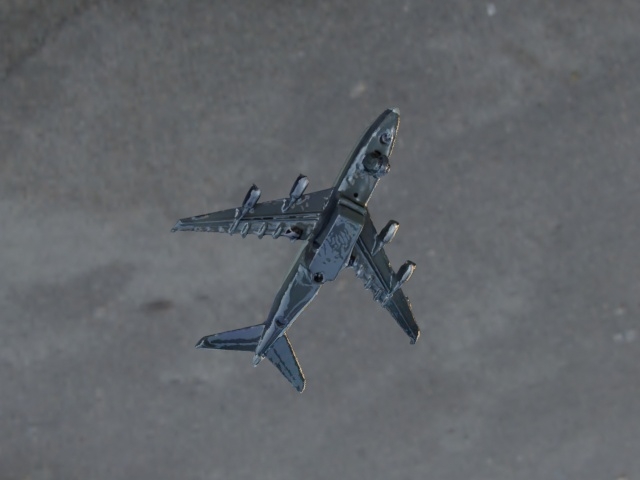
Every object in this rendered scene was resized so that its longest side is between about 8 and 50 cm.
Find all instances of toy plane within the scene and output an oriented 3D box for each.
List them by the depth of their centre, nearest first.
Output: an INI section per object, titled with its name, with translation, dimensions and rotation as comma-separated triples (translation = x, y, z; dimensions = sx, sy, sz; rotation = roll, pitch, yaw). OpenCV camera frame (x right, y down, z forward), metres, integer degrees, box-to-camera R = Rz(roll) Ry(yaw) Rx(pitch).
[toy plane]
translation = 0.000, 0.002, 0.407
dimensions = 0.078, 0.024, 0.084
rotation = 26, 109, -21
